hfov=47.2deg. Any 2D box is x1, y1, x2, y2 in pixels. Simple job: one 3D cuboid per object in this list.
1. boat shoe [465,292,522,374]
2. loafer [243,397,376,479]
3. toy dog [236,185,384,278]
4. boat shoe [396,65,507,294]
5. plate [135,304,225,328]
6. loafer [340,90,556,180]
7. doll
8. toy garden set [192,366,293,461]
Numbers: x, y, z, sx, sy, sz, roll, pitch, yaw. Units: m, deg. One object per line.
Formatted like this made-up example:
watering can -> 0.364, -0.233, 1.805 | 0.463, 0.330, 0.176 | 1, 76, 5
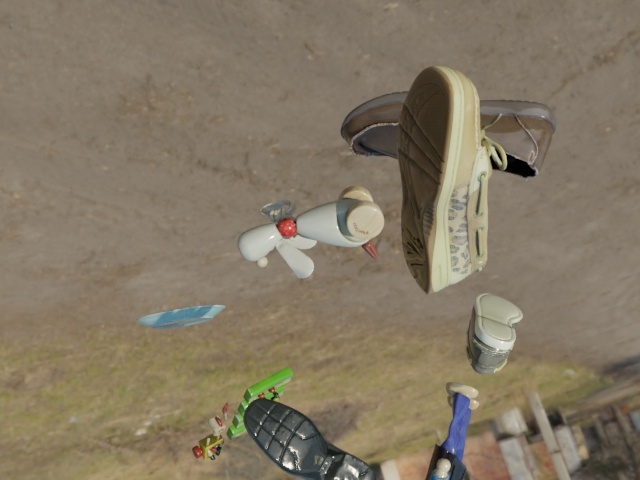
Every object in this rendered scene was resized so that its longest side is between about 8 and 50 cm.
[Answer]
boat shoe -> 0.367, 0.193, 1.578 | 0.109, 0.091, 0.305 | 21, -162, 11
loafer -> -0.020, 0.234, 0.812 | 0.062, 0.170, 0.061 | -53, -170, -20
toy dog -> 0.000, 0.000, 1.647 | 0.334, 0.160, 0.220 | -10, -157, 23
boat shoe -> 0.140, -0.063, 0.781 | 0.089, 0.104, 0.285 | -16, 138, -11
plate -> -0.292, 0.164, 1.543 | 0.188, 0.024, 0.188 | -10, 171, -2
loafer -> 0.212, -0.167, 1.244 | 0.366, 0.130, 0.134 | 1, 160, 11
doll -> 0.147, 0.269, 0.861 | 0.046, 0.189, 0.129 | 10, 148, 21
toy garden set -> -0.166, 0.389, 1.585 | 0.204, 0.049, 0.244 | -23, 154, -32
